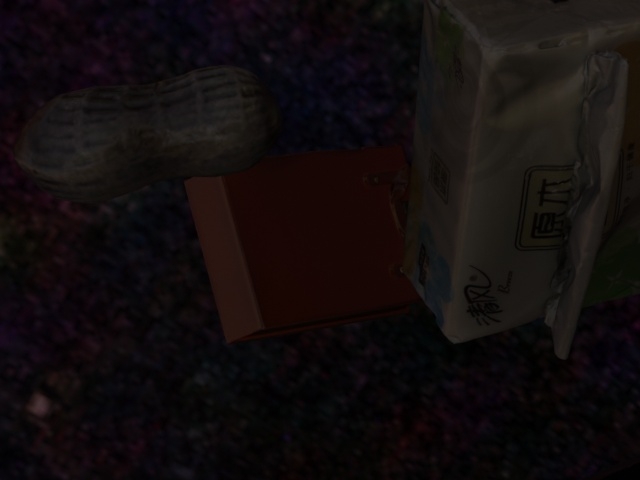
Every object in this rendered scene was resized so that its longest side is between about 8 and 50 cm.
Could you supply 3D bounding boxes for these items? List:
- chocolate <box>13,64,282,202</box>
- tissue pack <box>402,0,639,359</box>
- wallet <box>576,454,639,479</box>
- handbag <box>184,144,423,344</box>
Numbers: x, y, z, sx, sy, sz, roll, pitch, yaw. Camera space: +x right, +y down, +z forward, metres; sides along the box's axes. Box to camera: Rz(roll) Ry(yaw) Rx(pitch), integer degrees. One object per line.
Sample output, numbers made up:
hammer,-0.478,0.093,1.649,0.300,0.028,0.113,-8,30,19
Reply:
chocolate,-0.106,-0.065,1.131,0.167,0.072,0.072,-10,48,-9
tissue pack,0.153,-0.049,1.163,0.159,0.229,0.145,-13,41,-21
wallet,0.174,0.221,1.068,0.406,0.062,0.228,-17,37,-21
handbag,0.000,0.000,1.355,0.062,0.190,0.127,-26,77,47
